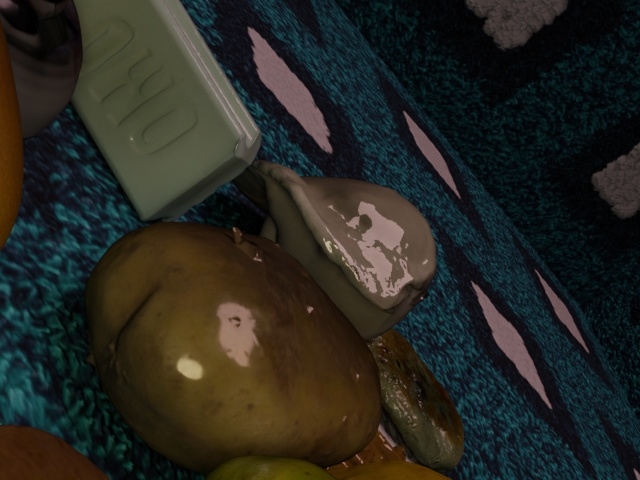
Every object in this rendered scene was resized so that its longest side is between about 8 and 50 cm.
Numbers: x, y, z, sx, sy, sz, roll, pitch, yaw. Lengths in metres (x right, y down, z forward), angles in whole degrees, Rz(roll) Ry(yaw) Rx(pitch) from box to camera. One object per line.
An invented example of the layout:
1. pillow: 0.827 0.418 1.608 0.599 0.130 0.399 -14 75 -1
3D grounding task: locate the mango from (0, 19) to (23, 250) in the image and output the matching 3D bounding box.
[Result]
1. mango: -0.234 -0.089 0.653 0.138 0.113 0.253 37 31 -61

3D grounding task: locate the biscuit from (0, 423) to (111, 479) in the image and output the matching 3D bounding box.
1. biscuit: -0.073 0.245 0.544 0.367 0.063 0.314 54 16 -3

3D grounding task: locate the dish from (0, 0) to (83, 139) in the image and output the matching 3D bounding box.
1. dish: -0.247 -0.220 0.852 0.273 0.134 0.273 52 16 -21

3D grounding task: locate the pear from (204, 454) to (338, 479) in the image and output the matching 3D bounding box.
1. pear: -0.030 0.159 0.627 0.092 0.092 0.097 59 22 13

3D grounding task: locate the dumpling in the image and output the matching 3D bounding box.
1. dumpling: -0.003 0.004 1.169 0.227 0.243 0.175 36 57 -6

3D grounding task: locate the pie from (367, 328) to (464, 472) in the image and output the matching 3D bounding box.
1. pie: 0.101 0.171 1.291 0.187 0.041 0.187 51 17 -21

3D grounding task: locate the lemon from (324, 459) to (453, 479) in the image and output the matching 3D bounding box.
1. lemon: 0.060 0.241 0.761 0.207 0.170 0.170 54 13 25

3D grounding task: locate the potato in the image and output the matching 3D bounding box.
1. potato: -0.047 0.080 0.814 0.191 0.141 0.296 46 5 29

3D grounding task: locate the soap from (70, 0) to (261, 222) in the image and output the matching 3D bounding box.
1. soap: -0.146 -0.127 0.996 0.198 0.119 0.066 58 17 8

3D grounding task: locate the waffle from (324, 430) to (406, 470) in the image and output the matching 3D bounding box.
1. waffle: 0.080 0.275 0.971 0.300 0.058 0.281 60 15 18
